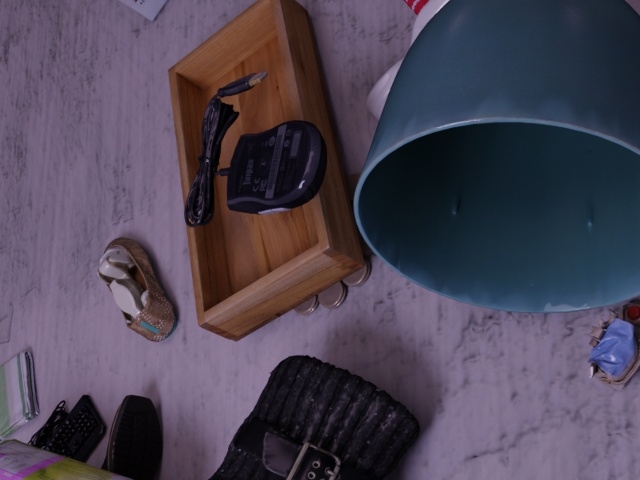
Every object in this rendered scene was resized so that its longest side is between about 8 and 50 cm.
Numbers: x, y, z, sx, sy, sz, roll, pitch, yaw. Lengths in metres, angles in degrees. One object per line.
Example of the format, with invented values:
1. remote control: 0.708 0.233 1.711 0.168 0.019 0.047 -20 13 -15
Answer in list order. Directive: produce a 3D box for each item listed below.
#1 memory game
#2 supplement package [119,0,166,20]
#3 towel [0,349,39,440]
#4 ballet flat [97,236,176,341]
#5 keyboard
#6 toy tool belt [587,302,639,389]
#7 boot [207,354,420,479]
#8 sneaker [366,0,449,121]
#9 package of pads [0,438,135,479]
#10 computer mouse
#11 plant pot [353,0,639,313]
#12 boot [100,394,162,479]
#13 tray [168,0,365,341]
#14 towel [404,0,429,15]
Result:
1. memory game: 0.000 0.000 1.300 0.186 0.012 0.186 -17 62 35
2. supplement package: -0.327 -0.502 1.621 0.198 0.262 0.199 -52 48 10
3. towel: -0.468 0.242 1.593 0.152 0.023 0.113 -36 50 26
4. ballet flat: -0.258 0.053 1.458 0.073 0.067 0.206 -53 47 10
5. keyboard: -0.371 0.292 1.474 0.192 0.038 0.100 -52 47 9
6. toy tool belt: 0.272 0.093 1.001 0.052 0.051 0.083 20 85 43
7. boot: 0.037 0.287 1.068 0.348 0.131 0.260 34 61 14
8. sneaker: 0.138 -0.194 1.213 0.094 0.080 0.212 53 132 24
9. package of pads: -0.295 0.364 1.265 0.296 0.101 0.229 7 113 41
10. computer mouse: -0.059 -0.111 1.252 0.262 0.060 0.184 -12 66 51
11. plant pot: 0.192 -0.107 1.007 0.293 0.293 0.235 -15 49 35
12. boot: -0.272 0.298 1.367 0.137 0.077 0.198 -16 61 41
13. tray: -0.078 -0.101 1.355 0.203 0.076 0.411 -31 52 27
14. towel: 0.192 -0.320 1.262 0.199 0.031 0.275 -47 49 16
